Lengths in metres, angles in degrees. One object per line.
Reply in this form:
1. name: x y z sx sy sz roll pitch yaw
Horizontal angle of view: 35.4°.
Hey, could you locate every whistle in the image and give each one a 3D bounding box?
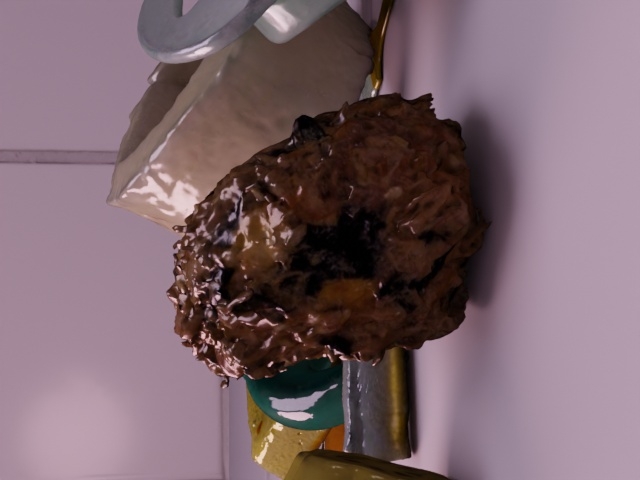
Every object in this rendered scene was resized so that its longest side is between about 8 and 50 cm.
1. whistle: 0.051 0.047 0.964 0.068 0.057 0.326 14 -108 -56

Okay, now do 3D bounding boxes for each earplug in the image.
1. earplug: -0.031 0.064 1.113 0.257 0.164 0.280 122 134 -85

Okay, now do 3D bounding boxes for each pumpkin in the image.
1. pumpkin: 0.004 0.234 1.270 0.083 0.054 0.074 -137 45 -65

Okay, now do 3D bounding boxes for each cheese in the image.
1. cheese: -0.091 -0.157 1.081 0.292 0.153 0.332 -44 24 32

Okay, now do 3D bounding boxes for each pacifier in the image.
1. pacifier: -0.053 -0.310 0.809 0.269 0.343 0.288 46 -157 -35

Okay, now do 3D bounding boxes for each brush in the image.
1. brush: 0.064 -0.230 1.042 0.205 0.011 0.083 104 164 -52

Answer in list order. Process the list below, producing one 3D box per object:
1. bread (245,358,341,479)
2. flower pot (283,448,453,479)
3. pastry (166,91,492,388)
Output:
1. bread: -0.041 0.130 1.298 0.138 0.077 0.361 -56 22 27
2. flower pot: 0.029 0.263 0.782 0.195 0.195 0.179 153 128 -79
3. pastry: 0.011 0.015 0.761 0.193 0.275 0.275 52 166 2
